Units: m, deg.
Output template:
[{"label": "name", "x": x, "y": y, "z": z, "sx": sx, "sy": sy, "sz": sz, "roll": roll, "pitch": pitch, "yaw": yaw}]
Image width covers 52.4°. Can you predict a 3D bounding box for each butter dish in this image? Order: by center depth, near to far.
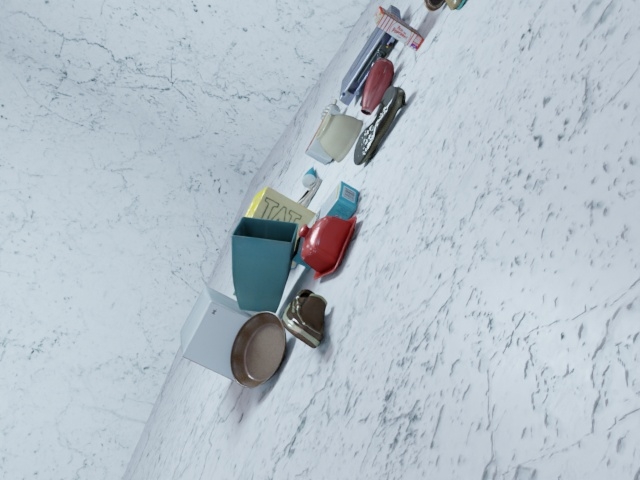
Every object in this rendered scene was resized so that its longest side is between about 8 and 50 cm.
[{"label": "butter dish", "x": 0.000, "y": 0.000, "z": 1.619, "sx": 0.160, "sy": 0.118, "sz": 0.160, "roll": -66, "pitch": 14, "yaw": -20}]

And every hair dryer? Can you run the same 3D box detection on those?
[{"label": "hair dryer", "x": 0.182, "y": -0.494, "z": 2.127, "sx": 0.294, "sy": 0.080, "sz": 0.224, "roll": -69, "pitch": -2, "yaw": -52}]

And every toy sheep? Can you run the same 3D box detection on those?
[{"label": "toy sheep", "x": 0.043, "y": -0.493, "z": 2.570, "sx": 0.091, "sy": 0.091, "sz": 0.132, "roll": -143, "pitch": 63, "yaw": -77}]

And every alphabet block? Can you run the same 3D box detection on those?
[{"label": "alphabet block", "x": -0.146, "y": -0.032, "z": 2.072, "sx": 0.194, "sy": 0.197, "sz": 0.192, "roll": -64, "pitch": 14, "yaw": -14}]

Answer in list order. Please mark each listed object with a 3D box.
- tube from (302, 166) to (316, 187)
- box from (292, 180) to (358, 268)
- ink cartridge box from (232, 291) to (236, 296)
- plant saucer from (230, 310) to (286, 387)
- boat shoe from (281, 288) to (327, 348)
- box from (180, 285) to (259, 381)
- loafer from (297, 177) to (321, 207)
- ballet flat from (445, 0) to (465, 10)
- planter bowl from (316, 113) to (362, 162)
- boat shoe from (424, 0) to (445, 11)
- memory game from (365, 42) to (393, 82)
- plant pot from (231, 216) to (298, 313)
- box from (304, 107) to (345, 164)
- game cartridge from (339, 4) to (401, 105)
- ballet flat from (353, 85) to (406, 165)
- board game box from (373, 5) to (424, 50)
[{"label": "tube", "x": -0.045, "y": -0.235, "z": 2.455, "sx": 0.080, "sy": 0.052, "sz": 0.207, "roll": -54, "pitch": 9, "yaw": 9}, {"label": "box", "x": 0.012, "y": -0.040, "z": 1.782, "sx": 0.244, "sy": 0.060, "sz": 0.101, "roll": -53, "pitch": 15, "yaw": 33}, {"label": "ink cartridge box", "x": -0.203, "y": 0.094, "z": 2.256, "sx": 0.160, "sy": 0.092, "sz": 0.220, "roll": -40, "pitch": 25, "yaw": 57}, {"label": "plant saucer", "x": -0.151, "y": 0.280, "z": 1.655, "sx": 0.198, "sy": 0.036, "sz": 0.199, "roll": -24, "pitch": 52, "yaw": 35}, {"label": "boat shoe", "x": -0.030, "y": 0.160, "z": 1.462, "sx": 0.095, "sy": 0.095, "sz": 0.257, "roll": -55, "pitch": 13, "yaw": 2}, {"label": "box", "x": -0.273, "y": 0.269, "z": 1.888, "sx": 0.168, "sy": 0.214, "sz": 0.345, "roll": -62, "pitch": 12, "yaw": -4}, {"label": "loafer", "x": -0.041, "y": -0.171, "z": 2.310, "sx": 0.125, "sy": 0.039, "sz": 0.045, "roll": -60, "pitch": 12, "yaw": 5}, {"label": "ballet flat", "x": 0.387, "y": -0.791, "z": 1.782, "sx": 0.343, "sy": 0.124, "sz": 0.116, "roll": -65, "pitch": 13, "yaw": -13}, {"label": "planter bowl", "x": 0.054, "y": -0.359, "z": 2.189, "sx": 0.162, "sy": 0.109, "sz": 0.162, "roll": -55, "pitch": 14, "yaw": 22}, {"label": "boat shoe", "x": 0.374, "y": -0.774, "z": 1.910, "sx": 0.207, "sy": 0.073, "sz": 0.073, "roll": -62, "pitch": 11, "yaw": -2}, {"label": "memory game", "x": 0.218, "y": -0.668, "z": 2.424, "sx": 0.186, "sy": 0.012, "sz": 0.186, "roll": -57, "pitch": 14, "yaw": 22}, {"label": "plant pot", "x": -0.163, "y": 0.076, "z": 1.832, "sx": 0.165, "sy": 0.165, "sz": 0.235, "roll": -78, "pitch": -5, "yaw": -70}, {"label": "box", "x": 0.027, "y": -0.371, "z": 2.335, "sx": 0.171, "sy": 0.091, "sz": 0.130, "roll": -62, "pitch": 8, "yaw": -4}, {"label": "game cartridge", "x": 0.188, "y": -0.694, "z": 2.440, "sx": 0.355, "sy": 0.068, "sz": 0.230, "roll": -54, "pitch": 11, "yaw": 30}, {"label": "ballet flat", "x": 0.166, "y": -0.311, "z": 1.804, "sx": 0.250, "sy": 0.058, "sz": 0.084, "roll": -61, "pitch": 33, "yaw": 26}, {"label": "board game box", "x": 0.239, "y": -0.662, "z": 2.028, "sx": 0.045, "sy": 0.146, "sz": 0.194, "roll": -56, "pitch": 14, "yaw": 23}]
